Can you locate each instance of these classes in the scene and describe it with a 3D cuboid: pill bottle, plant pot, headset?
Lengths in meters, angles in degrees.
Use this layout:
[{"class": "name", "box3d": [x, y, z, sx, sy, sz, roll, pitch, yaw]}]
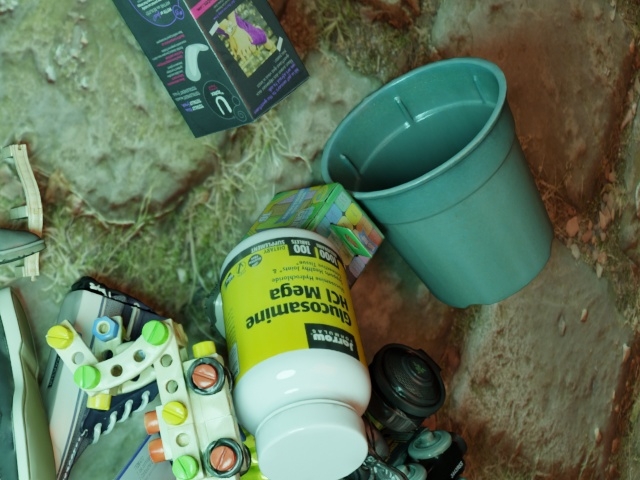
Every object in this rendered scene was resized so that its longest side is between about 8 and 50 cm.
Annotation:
[{"class": "pill bottle", "box3d": [-0.034, 0.157, 1.350, 0.188, 0.188, 0.334, 28, 33, -35]}, {"class": "plant pot", "box3d": [0.228, -0.080, 1.708, 0.341, 0.341, 0.334, -55, 128, -28]}, {"class": "headset", "box3d": [0.101, 0.295, 1.533, 0.185, 0.394, 0.243, 45, 97, 12]}]

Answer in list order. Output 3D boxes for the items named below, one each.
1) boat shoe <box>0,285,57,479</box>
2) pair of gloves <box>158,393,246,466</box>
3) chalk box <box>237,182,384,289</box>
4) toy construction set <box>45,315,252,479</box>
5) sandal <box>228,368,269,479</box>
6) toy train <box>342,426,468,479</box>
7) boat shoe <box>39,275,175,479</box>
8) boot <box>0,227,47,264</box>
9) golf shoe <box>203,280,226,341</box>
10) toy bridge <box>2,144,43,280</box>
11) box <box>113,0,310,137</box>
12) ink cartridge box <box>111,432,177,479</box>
[{"class": "boat shoe", "box3d": [-0.402, 0.208, 1.198, 0.113, 0.127, 0.340, -17, 57, -7]}, {"class": "pair of gloves", "box3d": [-0.160, 0.270, 1.456, 0.159, 0.023, 0.198, 39, 96, 5]}, {"class": "chalk box", "box3d": [0.000, 0.000, 1.564, 0.132, 0.213, 0.132, 51, 57, -26]}, {"class": "toy construction set", "box3d": [-0.207, 0.238, 1.238, 0.215, 0.151, 0.327, -15, 89, 3]}, {"class": "sandal", "box3d": [-0.074, 0.339, 1.542, 0.138, 0.126, 0.317, -18, 99, -43]}, {"class": "toy train", "box3d": [0.110, 0.427, 1.618, 0.334, 0.190, 0.142, -39, 111, -43]}, {"class": "boat shoe", "box3d": [-0.304, 0.231, 1.350, 0.158, 0.127, 0.340, 22, 72, -28]}, {"class": "boot", "box3d": [-0.466, -0.065, 1.265, 0.190, 0.076, 0.208, -10, 88, -20]}, {"class": "golf shoe", "box3d": [-0.062, 0.150, 1.565, 0.273, 0.120, 0.105, 41, 64, -28]}, {"class": "toy bridge", "box3d": [-0.401, -0.038, 1.337, 0.026, 0.063, 0.188, -6, 90, -40]}, {"class": "box", "box3d": [-0.169, -0.313, 1.483, 0.143, 0.165, 0.270, -43, 113, -34]}, {"class": "ink cartridge box", "box3d": [-0.239, 0.461, 1.334, 0.307, 0.072, 0.303, 65, 20, -12]}]
